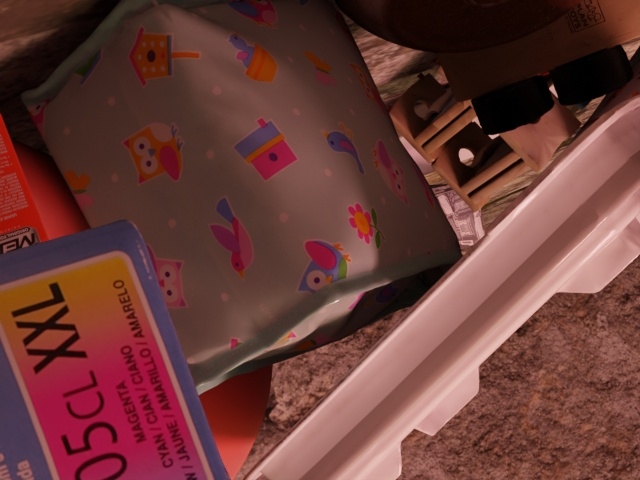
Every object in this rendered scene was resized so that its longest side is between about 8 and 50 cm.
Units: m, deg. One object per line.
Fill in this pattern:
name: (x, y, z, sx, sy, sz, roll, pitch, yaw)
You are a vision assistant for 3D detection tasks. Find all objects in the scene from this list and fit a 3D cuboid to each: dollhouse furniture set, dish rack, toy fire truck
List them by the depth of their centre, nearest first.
dish rack: (0.113, 0.046, 0.898, 0.333, 0.072, 0.285, -46, 172, 21)
toy fire truck: (0.219, -0.176, 1.067, 0.217, 0.158, 0.246, -20, -167, 22)
dollhouse furniture set: (0.178, -0.147, 1.257, 0.183, 0.129, 0.129, -46, -177, -26)

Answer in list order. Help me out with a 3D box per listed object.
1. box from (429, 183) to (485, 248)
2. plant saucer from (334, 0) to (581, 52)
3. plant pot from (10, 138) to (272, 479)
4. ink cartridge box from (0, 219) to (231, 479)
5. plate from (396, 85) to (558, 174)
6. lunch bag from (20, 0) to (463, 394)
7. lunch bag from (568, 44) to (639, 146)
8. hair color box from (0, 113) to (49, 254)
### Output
box: (0.000, 0.000, 1.603, 0.307, 0.076, 0.242, -16, -170, -39)
plant saucer: (0.105, -0.170, 0.865, 0.199, 0.036, 0.198, -12, 157, -5)
plant pot: (-0.205, 0.059, 0.898, 0.275, 0.275, 0.243, -24, 149, 15)
ink cartridge box: (-0.259, 0.144, 0.517, 0.395, 0.151, 0.270, -19, 171, -31)
plate: (0.157, -0.130, 1.511, 0.278, 0.045, 0.277, -19, 172, -20)
lunch bag: (-0.024, -0.043, 0.878, 0.160, 0.223, 0.262, -35, 171, 30)
lunch bag: (0.348, -0.159, 1.201, 0.303, 0.115, 0.243, -50, -176, -24)
hair color box: (-0.187, -0.042, 0.728, 0.043, 0.141, 0.072, -19, 173, -19)
